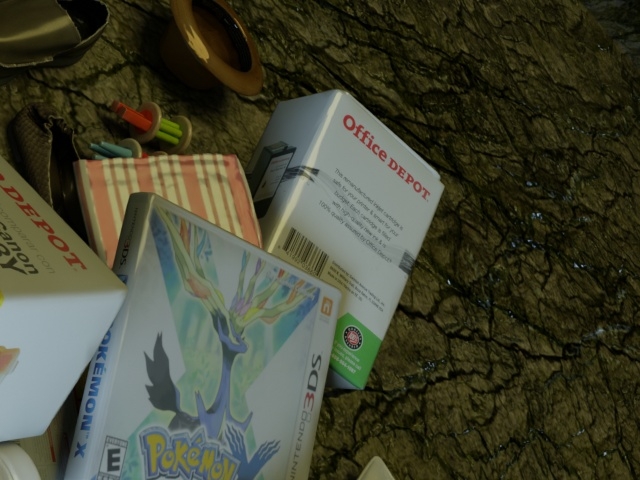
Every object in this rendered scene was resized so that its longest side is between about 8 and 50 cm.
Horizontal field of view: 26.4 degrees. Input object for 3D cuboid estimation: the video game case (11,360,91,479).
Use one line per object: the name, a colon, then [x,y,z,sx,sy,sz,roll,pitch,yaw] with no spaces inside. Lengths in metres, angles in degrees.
video game case: [-0.220,0.152,1.292,0.285,0.025,0.204,10,64,-55]

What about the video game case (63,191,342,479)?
video game case: [-0.103,0.146,1.348,0.329,0.036,0.300,29,67,-50]

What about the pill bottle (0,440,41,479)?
pill bottle: [-0.311,0.211,1.016,0.208,0.119,0.119,-4,66,-59]

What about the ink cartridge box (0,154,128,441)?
ink cartridge box: [-0.372,0.012,0.978,0.279,0.160,0.384,43,20,24]

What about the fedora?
fedora: [-0.154,-0.252,1.774,0.194,0.079,0.194,47,25,-29]

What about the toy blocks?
toy blocks: [-0.211,-0.113,1.571,0.148,0.054,0.123,22,46,-49]

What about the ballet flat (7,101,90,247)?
ballet flat: [-0.257,-0.035,1.413,0.084,0.058,0.250,4,59,-56]

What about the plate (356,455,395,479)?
plate: [0.079,0.417,1.530,0.278,0.045,0.277,57,27,-3]

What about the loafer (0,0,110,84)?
loafer: [-0.316,-0.234,1.480,0.094,0.087,0.251,58,27,-2]

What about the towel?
towel: [-0.157,-0.020,1.428,0.197,0.029,0.144,-4,68,-30]

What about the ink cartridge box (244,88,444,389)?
ink cartridge box: [0.000,0.000,1.604,0.211,0.121,0.289,40,62,-32]
